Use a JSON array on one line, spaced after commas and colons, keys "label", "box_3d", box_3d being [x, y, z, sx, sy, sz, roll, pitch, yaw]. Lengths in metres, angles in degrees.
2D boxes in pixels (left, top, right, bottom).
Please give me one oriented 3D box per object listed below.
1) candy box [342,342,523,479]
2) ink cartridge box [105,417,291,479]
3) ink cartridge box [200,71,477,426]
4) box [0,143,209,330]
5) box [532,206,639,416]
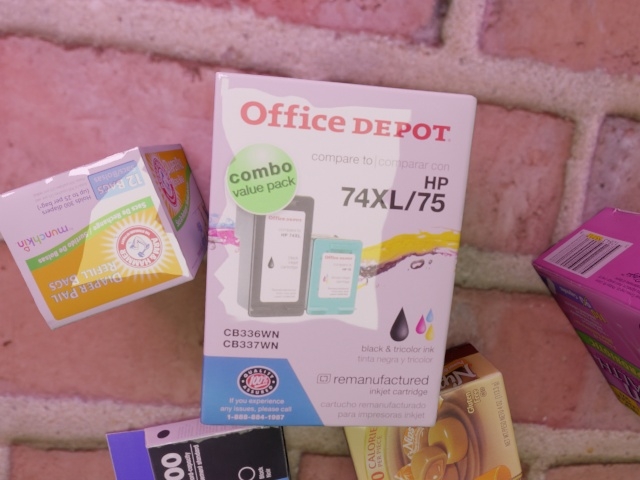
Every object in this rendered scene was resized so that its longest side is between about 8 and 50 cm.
[{"label": "candy box", "box_3d": [0.144, 0.305, 0.607, 0.183, 0.087, 0.316, -16, 103, -3]}, {"label": "ink cartridge box", "box_3d": [-0.135, 0.311, 0.600, 0.208, 0.045, 0.206, -8, 103, -3]}, {"label": "ink cartridge box", "box_3d": [0.000, 0.000, 0.473, 0.198, 0.197, 0.270, 3, 101, -7]}, {"label": "box", "box_3d": [-0.169, -0.018, 0.447, 0.114, 0.203, 0.103, -20, 103, -2]}, {"label": "box", "box_3d": [0.378, 0.106, 0.530, 0.117, 0.213, 0.243, -37, 104, 2]}]
